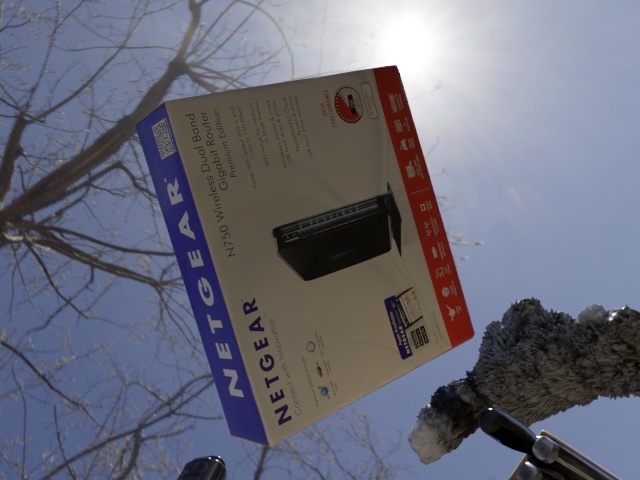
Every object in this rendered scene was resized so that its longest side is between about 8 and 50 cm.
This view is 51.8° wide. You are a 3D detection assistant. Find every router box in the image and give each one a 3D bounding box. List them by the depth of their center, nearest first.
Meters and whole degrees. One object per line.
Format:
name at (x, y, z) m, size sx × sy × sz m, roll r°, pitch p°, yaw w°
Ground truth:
router box at (0.000, 0.000, 0.711) m, size 0.301 × 0.082 × 0.335 m, roll -20°, pitch -85°, yaw -36°

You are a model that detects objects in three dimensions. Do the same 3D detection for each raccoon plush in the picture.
raccoon plush at (0.402, 0.279, 1.160) m, size 0.216 × 0.299 × 0.446 m, roll 46°, pitch -106°, yaw -10°

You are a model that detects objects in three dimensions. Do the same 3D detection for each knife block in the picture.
knife block at (0.205, 0.202, 0.502) m, size 0.276 × 0.088 × 0.241 m, roll -17°, pitch -61°, yaw -28°

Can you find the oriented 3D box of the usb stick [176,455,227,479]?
usb stick at (-0.199, 0.393, 0.835) m, size 0.045 × 0.077 × 0.278 m, roll 59°, pitch -149°, yaw -22°
